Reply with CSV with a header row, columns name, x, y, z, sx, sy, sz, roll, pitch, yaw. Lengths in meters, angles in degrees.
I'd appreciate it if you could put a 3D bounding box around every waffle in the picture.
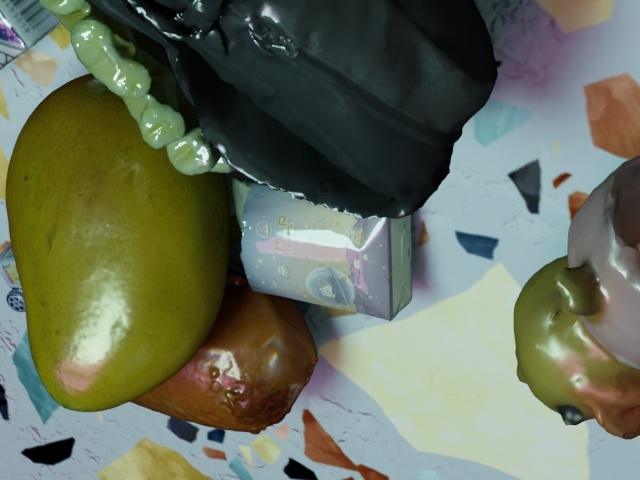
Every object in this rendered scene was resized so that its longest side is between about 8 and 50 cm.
name,x,y,z,sx,sy,sz,roll,pitch,yaw
waffle,-0.167,-0.183,1.597,0.056,0.292,0.309,-37,103,8

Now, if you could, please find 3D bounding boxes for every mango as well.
name,x,y,z,sx,sy,sz,roll,pitch,yaw
mango,-0.187,0.000,1.740,0.211,0.317,0.173,-4,164,12

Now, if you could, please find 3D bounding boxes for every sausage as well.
name,x,y,z,sx,sy,sz,roll,pitch,yaw
sausage,-0.129,0.097,1.859,0.268,0.153,0.141,14,148,31

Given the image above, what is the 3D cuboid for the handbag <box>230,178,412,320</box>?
name,x,y,z,sx,sy,sz,roll,pitch,yaw
handbag,0.000,0.000,1.742,0.173,0.095,0.117,9,113,23

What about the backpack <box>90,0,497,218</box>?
name,x,y,z,sx,sy,sz,roll,pitch,yaw
backpack,-0.041,-0.212,1.435,0.255,0.363,0.445,-40,107,17

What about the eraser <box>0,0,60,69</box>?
name,x,y,z,sx,sy,sz,roll,pitch,yaw
eraser,-0.355,-0.256,1.805,0.124,0.068,0.210,-24,107,47

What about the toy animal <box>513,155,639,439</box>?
name,x,y,z,sx,sy,sz,roll,pitch,yaw
toy animal,0.247,0.052,1.554,0.281,0.195,0.169,-63,39,42

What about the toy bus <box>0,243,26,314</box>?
name,x,y,z,sx,sy,sz,roll,pitch,yaw
toy bus,-0.268,0.083,2.017,0.075,0.064,0.190,-12,115,35
